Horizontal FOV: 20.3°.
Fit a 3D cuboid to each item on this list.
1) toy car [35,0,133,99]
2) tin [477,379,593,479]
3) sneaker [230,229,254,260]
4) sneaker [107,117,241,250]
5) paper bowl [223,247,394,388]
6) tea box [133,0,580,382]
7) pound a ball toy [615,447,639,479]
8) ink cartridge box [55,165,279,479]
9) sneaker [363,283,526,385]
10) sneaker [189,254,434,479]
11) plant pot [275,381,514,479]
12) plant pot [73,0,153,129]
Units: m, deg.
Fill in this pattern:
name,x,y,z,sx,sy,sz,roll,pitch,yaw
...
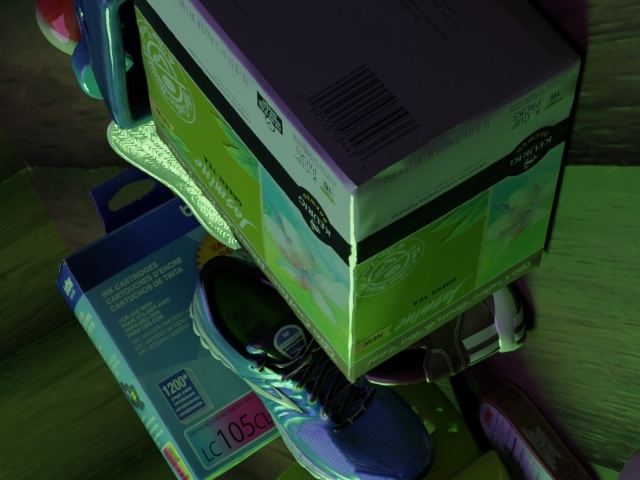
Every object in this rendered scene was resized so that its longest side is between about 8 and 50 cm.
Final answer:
name,x,y,z,sx,sy,sz,roll,pitch,yaw
toy car,-0.185,-0.308,1.940,0.219,0.210,0.238,63,141,39
tin,0.227,0.229,1.840,0.190,0.040,0.106,52,158,23
sneaker,0.000,0.000,1.933,0.262,0.121,0.099,44,167,8
sneaker,-0.131,-0.112,2.211,0.292,0.108,0.169,42,-150,-26
paper bowl,-0.003,0.119,2.096,0.284,0.148,0.284,58,169,17
tea box,0.020,-0.118,1.504,0.329,0.220,0.323,51,163,26
pound a ball toy,0.358,0.250,1.374,0.208,0.136,0.319,37,170,-16
ink cartridge box,-0.161,0.089,2.322,0.395,0.270,0.151,57,162,7
sneaker,0.063,0.046,1.769,0.281,0.162,0.106,41,156,47
sneaker,-0.019,0.139,1.858,0.330,0.130,0.147,41,169,15
plant pot,0.115,0.319,1.946,0.207,0.228,0.227,37,161,56
plant pot,-0.139,-0.281,1.686,0.212,0.236,0.236,59,166,22
